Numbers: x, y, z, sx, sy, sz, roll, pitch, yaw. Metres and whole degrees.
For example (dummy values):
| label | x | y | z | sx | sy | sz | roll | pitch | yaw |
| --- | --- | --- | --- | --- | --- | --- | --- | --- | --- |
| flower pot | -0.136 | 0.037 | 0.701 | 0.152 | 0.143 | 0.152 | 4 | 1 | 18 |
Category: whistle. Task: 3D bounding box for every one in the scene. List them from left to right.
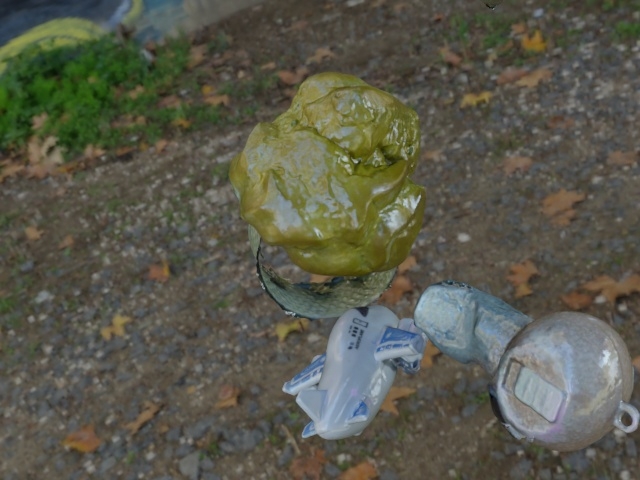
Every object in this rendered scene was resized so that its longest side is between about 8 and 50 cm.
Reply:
| label | x | y | z | sx | sy | sz | roll | pitch | yaw |
| --- | --- | --- | --- | --- | --- | --- | --- | --- | --- |
| whistle | 0.275 | 0.152 | 1.123 | 0.189 | 0.189 | 0.348 | -34 | 43 | -25 |

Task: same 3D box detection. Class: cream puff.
| label | x | y | z | sx | sy | sz | roll | pitch | yaw |
| --- | --- | --- | --- | --- | --- | --- | --- | --- | --- |
| cream puff | 0.044 | -0.092 | 1.256 | 0.270 | 0.323 | 0.274 | -49 | 60 | 24 |

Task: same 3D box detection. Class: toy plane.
| label | x | y | z | sx | sy | sz | roll | pitch | yaw |
| --- | --- | --- | --- | --- | --- | --- | --- | --- | --- |
| toy plane | 0.051 | 0.192 | 1.270 | 0.267 | 0.122 | 0.267 | -34 | 17 | 12 |

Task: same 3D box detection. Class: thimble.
| label | x | y | z | sx | sy | sz | roll | pitch | yaw |
| --- | --- | --- | --- | --- | --- | --- | --- | --- | --- |
| thimble | 0.000 | 0.000 | 1.558 | 0.271 | 0.271 | 0.150 | -23 | 25 | -5 |

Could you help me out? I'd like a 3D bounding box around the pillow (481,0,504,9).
| label | x | y | z | sx | sy | sz | roll | pitch | yaw |
| --- | --- | --- | --- | --- | --- | --- | --- | --- | --- |
| pillow | 0.329 | -0.465 | 1.299 | 0.302 | 0.075 | 0.185 | -31 | -26 | 36 |
